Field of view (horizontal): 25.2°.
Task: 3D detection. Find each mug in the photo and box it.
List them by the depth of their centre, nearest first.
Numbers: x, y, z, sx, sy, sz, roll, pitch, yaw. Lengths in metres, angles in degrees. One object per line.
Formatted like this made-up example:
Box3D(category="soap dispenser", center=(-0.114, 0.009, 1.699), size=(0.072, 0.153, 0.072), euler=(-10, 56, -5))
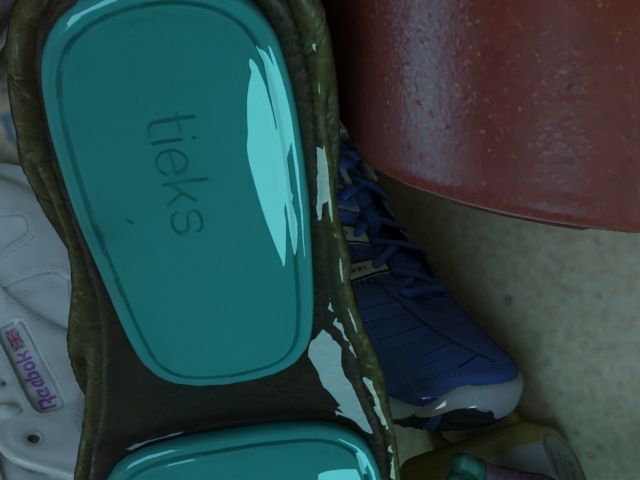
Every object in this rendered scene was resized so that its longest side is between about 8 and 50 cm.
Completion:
Box3D(category="mug", center=(0.071, 0.100, 0.597), size=(0.064, 0.062, 0.078), euler=(-32, 92, 23))

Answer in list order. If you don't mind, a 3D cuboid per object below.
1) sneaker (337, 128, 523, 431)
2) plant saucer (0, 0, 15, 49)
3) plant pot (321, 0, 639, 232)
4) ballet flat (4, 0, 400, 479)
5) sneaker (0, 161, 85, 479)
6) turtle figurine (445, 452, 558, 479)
Box3D(category="sneaker", center=(0.000, 0.000, 0.598), size=(0.211, 0.080, 0.081), euler=(38, 116, 20))
Box3D(category="plant saucer", center=(-0.231, -0.213, 0.701), size=(0.311, 0.050, 0.310), euler=(8, 106, 29))
Box3D(category="plant pot", center=(0.101, -0.158, 0.415), size=(0.272, 0.272, 0.265), euler=(13, 115, 27))
Box3D(category="ballet flat", center=(-0.037, 0.030, 0.491), size=(0.116, 0.124, 0.342), euler=(-7, 126, 0))
Box3D(category="sneaker", center=(-0.128, 0.068, 0.648), size=(0.305, 0.152, 0.114), euler=(40, 120, 18))
Box3D(category="turtle figurine", center=(0.160, 0.129, 0.490), size=(0.234, 0.118, 0.175), euler=(-7, 61, 26))
